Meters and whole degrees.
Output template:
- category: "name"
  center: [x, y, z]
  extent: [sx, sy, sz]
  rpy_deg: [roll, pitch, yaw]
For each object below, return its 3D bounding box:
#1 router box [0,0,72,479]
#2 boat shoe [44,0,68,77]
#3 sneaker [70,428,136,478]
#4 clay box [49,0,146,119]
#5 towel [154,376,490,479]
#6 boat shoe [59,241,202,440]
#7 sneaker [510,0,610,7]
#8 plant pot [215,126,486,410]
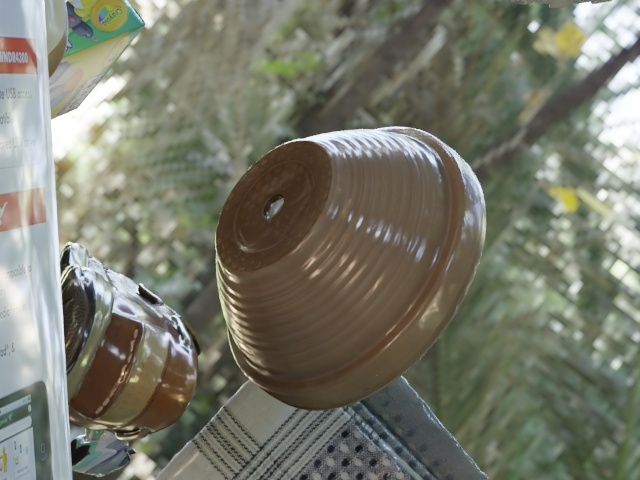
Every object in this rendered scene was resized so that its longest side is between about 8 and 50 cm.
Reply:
- category: "router box"
  center: [-0.162, 0.050, 0.494]
  extent: [0.082, 0.301, 0.335]
  rpy_deg: [-2, 4, 13]
- category: "boat shoe"
  center: [-0.275, -0.249, 1.426]
  extent: [0.098, 0.302, 0.109]
  rpy_deg: [17, -43, -44]
- category: "sneaker"
  center: [-0.188, 0.185, 1.733]
  extent: [0.038, 0.098, 0.069]
  rpy_deg: [52, 8, 37]
- category: "clay box"
  center: [-0.239, -0.140, 1.544]
  extent: [0.053, 0.222, 0.127]
  rpy_deg: [51, -50, 6]
- category: "towel"
  center: [0.000, 0.275, 1.554]
  extent: [0.312, 0.324, 0.056]
  rpy_deg: [46, -6, -1]
- category: "boat shoe"
  center: [-0.150, 0.083, 1.296]
  extent: [0.120, 0.123, 0.324]
  rpy_deg: [26, 1, -10]
- category: "sneaker"
  center: [0.149, -0.155, 0.833]
  extent: [0.235, 0.090, 0.095]
  rpy_deg: [5, -7, 14]
- category: "plant pot"
  center: [0.000, 0.000, 1.396]
  extent: [0.110, 0.237, 0.237]
  rpy_deg: [38, -16, -37]
